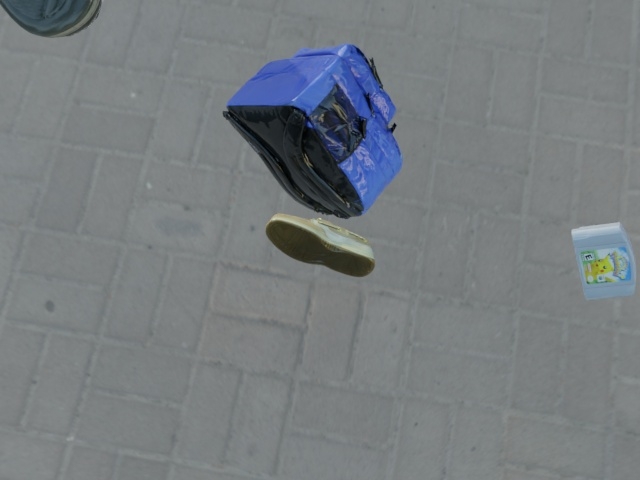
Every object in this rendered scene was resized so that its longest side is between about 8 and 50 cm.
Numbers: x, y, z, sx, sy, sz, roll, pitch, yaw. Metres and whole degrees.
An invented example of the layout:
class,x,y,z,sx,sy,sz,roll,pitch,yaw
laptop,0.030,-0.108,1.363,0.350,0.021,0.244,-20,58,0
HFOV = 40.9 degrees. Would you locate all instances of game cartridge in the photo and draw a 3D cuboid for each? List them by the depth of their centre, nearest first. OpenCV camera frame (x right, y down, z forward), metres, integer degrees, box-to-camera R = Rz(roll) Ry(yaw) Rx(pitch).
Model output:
class,x,y,z,sx,sy,sz,roll,pitch,yaw
game cartridge,0.290,0.022,0.870,0.056,0.083,0.017,-10,25,22

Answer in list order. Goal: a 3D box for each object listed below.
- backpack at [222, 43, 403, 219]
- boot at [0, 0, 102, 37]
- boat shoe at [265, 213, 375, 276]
class,x,y,z,sx,sy,sz,roll,pitch,yaw
backpack,0.009,-0.081,0.649,0.101,0.120,0.098,-46,32,-20
boot,-0.177,-0.238,0.595,0.085,0.178,0.236,-20,86,9
boat shoe,0.000,0.000,0.995,0.135,0.050,0.045,25,39,-16
